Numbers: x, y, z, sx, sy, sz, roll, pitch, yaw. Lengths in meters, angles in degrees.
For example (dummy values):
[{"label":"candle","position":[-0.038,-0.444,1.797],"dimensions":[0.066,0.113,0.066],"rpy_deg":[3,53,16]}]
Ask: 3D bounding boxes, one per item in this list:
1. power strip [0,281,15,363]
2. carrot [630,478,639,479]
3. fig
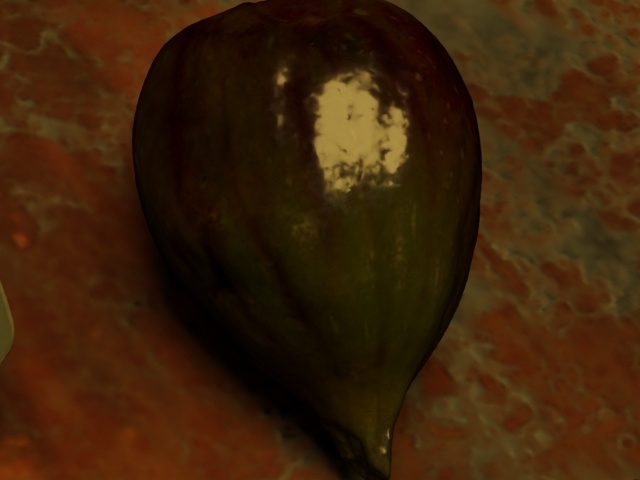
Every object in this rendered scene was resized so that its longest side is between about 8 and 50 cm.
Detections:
[{"label":"power strip","position":[-0.154,0.076,0.522],"dimensions":[0.060,0.027,0.252],"rpy_deg":[-5,36,39]},{"label":"carrot","position":[0.059,0.123,0.555],"dimensions":[0.036,0.035,0.165],"rpy_deg":[29,48,10]},{"label":"fig","position":[0.000,0.000,0.606],"dimensions":[0.103,0.109,0.154],"rpy_deg":[1,79,-33]}]
